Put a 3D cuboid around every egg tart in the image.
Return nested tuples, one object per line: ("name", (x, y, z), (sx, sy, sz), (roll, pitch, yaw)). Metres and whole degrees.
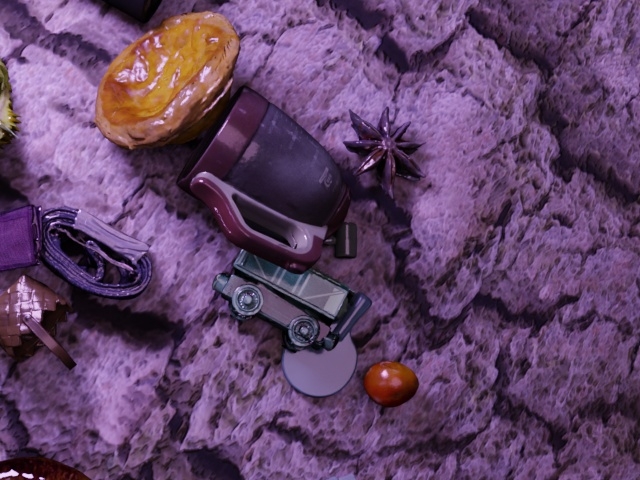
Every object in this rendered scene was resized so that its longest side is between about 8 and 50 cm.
("egg tart", (-0.274, -0.290, 1.633), (0.129, 0.341, 0.341), (46, 69, -42))

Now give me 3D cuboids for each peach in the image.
("peach", (0.142, 0.286, 1.711), (0.100, 0.101, 0.101), (2, 80, -14))

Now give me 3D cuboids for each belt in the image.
("belt", (-0.420, 0.024, 1.596), (0.230, 0.126, 0.140), (30, 77, -7))

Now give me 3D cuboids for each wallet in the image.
("wallet", (-0.563, 0.000, 1.556), (0.030, 0.166, 0.111), (11, 73, -53))

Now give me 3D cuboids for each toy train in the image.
("toy train", (-0.073, 0.113, 1.670), (0.269, 0.115, 0.154), (27, 72, 3))

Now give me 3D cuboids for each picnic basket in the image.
("picnic basket", (-0.502, 0.162, 1.549), (0.178, 0.128, 0.138), (40, 76, 13))

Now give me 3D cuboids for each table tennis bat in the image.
("table tennis bat", (0.023, 0.204, 1.729), (0.149, 0.038, 0.237), (36, 77, 0))

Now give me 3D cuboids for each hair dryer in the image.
("hair dryer", (0.000, 0.000, 1.758), (0.150, 0.047, 0.071), (1, 79, -4))

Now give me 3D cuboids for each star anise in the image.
("star anise", (0.130, -0.183, 1.803), (0.204, 0.061, 0.181), (23, 71, -13))

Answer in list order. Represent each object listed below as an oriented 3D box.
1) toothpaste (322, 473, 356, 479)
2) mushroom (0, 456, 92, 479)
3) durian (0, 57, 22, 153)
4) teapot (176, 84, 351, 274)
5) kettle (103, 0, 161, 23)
("toothpaste", (-0.068, 0.517, 1.650), (0.296, 0.048, 0.075), (-19, 92, -13))
("mushroom", (-0.505, 0.529, 1.459), (0.345, 0.239, 0.345), (8, 76, -35))
("durian", (-0.651, -0.304, 1.567), (0.157, 0.169, 0.356), (-21, 85, -19))
("teapot", (-0.093, -0.092, 1.626), (0.312, 0.233, 0.315), (33, 43, -14))
("kettle", (-0.422, -0.605, 1.649), (0.308, 0.203, 0.262), (26, 102, -7))
